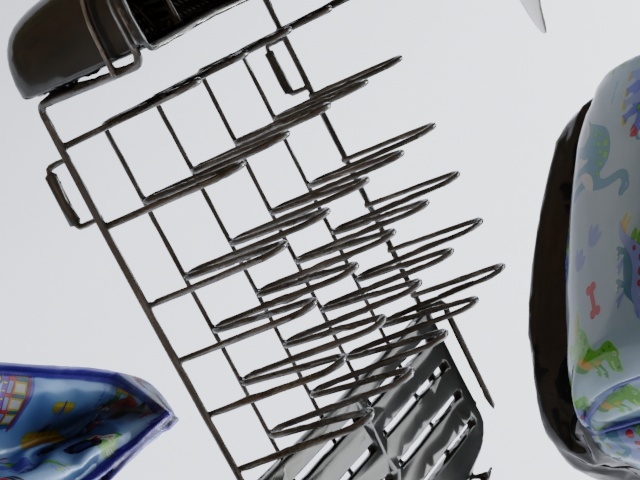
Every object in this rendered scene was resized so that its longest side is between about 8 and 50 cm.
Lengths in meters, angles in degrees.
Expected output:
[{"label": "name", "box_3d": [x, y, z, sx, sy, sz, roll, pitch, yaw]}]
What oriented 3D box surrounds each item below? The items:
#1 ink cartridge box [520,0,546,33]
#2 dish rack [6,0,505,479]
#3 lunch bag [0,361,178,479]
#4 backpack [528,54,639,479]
[{"label": "ink cartridge box", "box_3d": [0.116, -0.280, 0.972, 0.119, 0.353, 0.207, -28, -110, 0]}, {"label": "dish rack", "box_3d": [0.000, 0.000, 0.690, 0.074, 0.272, 0.208, -22, -171, 31]}, {"label": "lunch bag", "box_3d": [-0.246, 0.162, 1.170, 0.221, 0.293, 0.138, -33, -100, 26]}, {"label": "backpack", "box_3d": [0.285, -0.008, 1.071, 0.355, 0.273, 0.290, -7, -113, 43]}]
